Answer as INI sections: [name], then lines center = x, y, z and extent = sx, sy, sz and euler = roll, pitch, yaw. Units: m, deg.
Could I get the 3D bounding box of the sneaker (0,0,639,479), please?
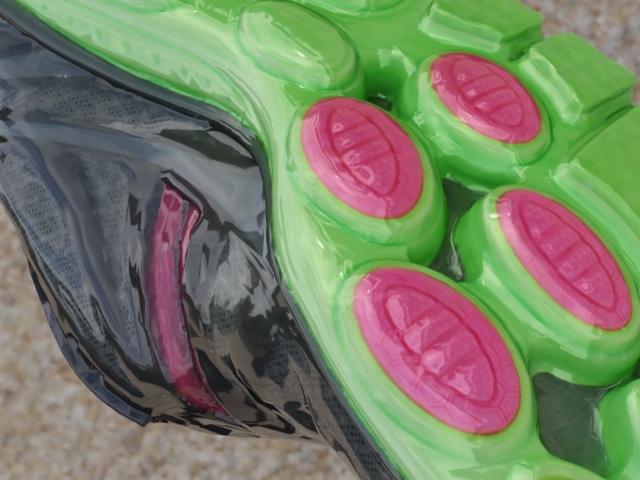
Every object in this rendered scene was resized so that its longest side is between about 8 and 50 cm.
[sneaker]
center = 0.000, 0.000, 0.680
extent = 0.483, 0.185, 0.202
euler = 47, 143, 39
